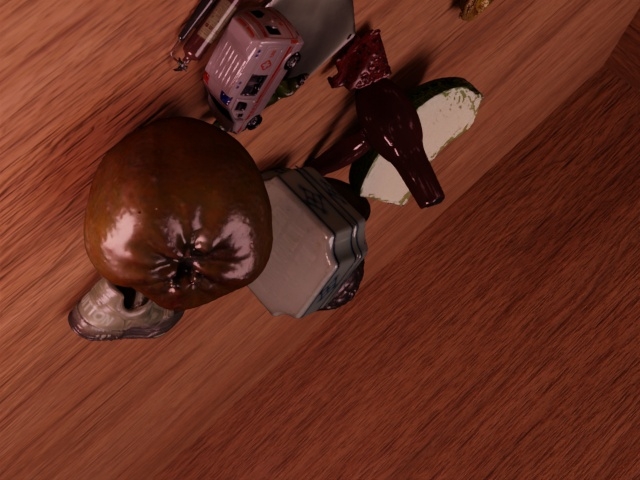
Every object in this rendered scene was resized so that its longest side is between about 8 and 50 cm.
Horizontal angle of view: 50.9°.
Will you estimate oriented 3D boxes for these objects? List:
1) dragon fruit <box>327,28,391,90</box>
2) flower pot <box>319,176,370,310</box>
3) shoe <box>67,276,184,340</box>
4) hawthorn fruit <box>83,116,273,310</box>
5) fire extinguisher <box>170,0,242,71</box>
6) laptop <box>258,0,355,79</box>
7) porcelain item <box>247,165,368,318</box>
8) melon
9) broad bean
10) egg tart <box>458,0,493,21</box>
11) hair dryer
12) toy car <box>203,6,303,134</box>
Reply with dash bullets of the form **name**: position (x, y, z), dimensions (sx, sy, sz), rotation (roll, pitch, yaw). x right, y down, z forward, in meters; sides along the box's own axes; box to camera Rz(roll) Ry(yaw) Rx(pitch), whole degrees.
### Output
- **dragon fruit**: position (0.068, -0.349, 1.288), dimensions (0.131, 0.097, 0.063), rotation (-23, 159, -3)
- **flower pot**: position (0.000, 0.000, 1.689), dimensions (0.266, 0.266, 0.267), rotation (-31, 149, -41)
- **shoe**: position (-0.345, 0.115, 1.337), dimensions (0.149, 0.109, 0.293), rotation (-45, 161, 24)
- **hawthorn fruit**: position (-0.207, -0.054, 1.007), dimensions (0.268, 0.301, 0.268), rotation (-5, 135, -5)
- **fire extinguisher**: position (-0.152, -0.298, 0.911), dimensions (0.173, 0.035, 0.049), rotation (-51, 167, 11)
- **laptop**: position (-0.014, -0.362, 1.129), dimensions (0.187, 0.015, 0.269), rotation (-43, 165, -7)
- **porcelain item**: position (-0.056, 0.000, 1.465), dimensions (0.157, 0.281, 0.286), rotation (-22, 151, -50)
- **melon**: position (0.233, -0.261, 1.665), dimensions (0.343, 0.226, 0.331), rotation (-63, 166, 19)
- **broad bean**: position (-0.109, -0.237, 1.147), dimensions (0.195, 0.046, 0.061), rotation (-32, -170, -16)
- **egg tart**: position (0.350, -0.549, 1.507), dimensions (0.130, 0.052, 0.130), rotation (-42, 165, -14)
- **hair dryer**: position (0.089, -0.165, 1.505), dimensions (0.340, 0.312, 0.123), rotation (-29, 166, 32)
- **toy car**: position (-0.119, -0.245, 1.005), dimensions (0.108, 0.089, 0.209), rotation (-27, 162, -50)
